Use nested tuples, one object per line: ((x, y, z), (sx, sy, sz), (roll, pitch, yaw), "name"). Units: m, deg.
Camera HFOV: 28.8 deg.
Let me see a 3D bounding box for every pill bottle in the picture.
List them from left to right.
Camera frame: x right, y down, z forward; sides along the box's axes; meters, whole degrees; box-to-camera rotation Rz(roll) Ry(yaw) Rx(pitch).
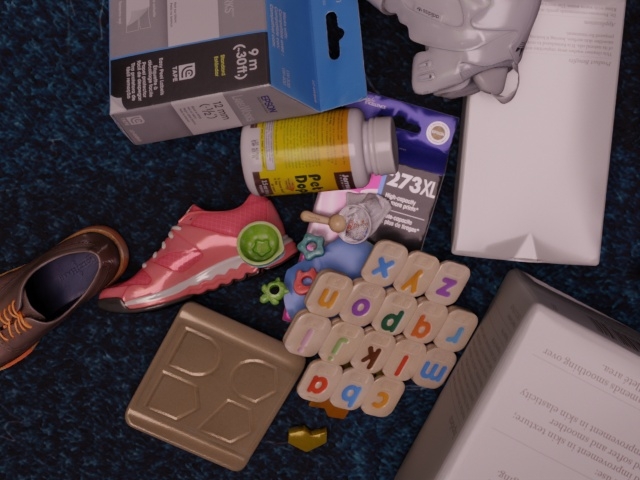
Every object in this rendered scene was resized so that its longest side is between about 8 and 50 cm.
((0.000, -0.128, 1.788), (0.215, 0.117, 0.117), (-5, 98, 10), "pill bottle")

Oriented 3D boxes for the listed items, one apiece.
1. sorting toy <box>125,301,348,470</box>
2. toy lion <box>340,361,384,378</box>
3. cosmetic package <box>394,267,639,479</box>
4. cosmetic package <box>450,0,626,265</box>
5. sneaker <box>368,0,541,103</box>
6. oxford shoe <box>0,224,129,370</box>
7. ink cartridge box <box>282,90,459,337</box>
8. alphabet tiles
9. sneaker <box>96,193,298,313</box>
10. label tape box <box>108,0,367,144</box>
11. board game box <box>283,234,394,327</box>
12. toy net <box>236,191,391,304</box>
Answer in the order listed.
((-0.121, 0.246, 1.941), (0.307, 0.041, 0.229), (26, 108, -11), "sorting toy")
((0.065, 0.192, 1.926), (0.096, 0.034, 0.100), (-30, 77, -13), "toy lion")
((0.332, 0.299, 1.760), (0.329, 0.327, 0.393), (28, 98, -1), "cosmetic package")
((0.308, -0.164, 1.804), (0.217, 0.156, 0.384), (7, 100, 3), "cosmetic package")
((0.125, -0.307, 1.688), (0.366, 0.137, 0.210), (14, 99, 26), "sneaker")
((-0.462, 0.103, 1.905), (0.364, 0.133, 0.130), (-39, 94, 9), "oxford shoe")
((0.076, -0.031, 1.887), (0.176, 0.069, 0.370), (16, 97, 2), "ink cartridge box")
((0.092, 0.132, 1.845), (0.284, 0.021, 0.278), (17, 110, -28), "alphabet tiles")
((-0.198, 0.020, 1.901), (0.314, 0.116, 0.136), (-20, 86, 0), "sneaker")
((-0.122, -0.292, 1.767), (0.348, 0.115, 0.249), (-10, 66, 12), "label tape box")
((0.027, 0.072, 1.857), (0.169, 0.033, 0.133), (-32, 95, 0), "board game box")
((0.000, 0.000, 1.811), (0.232, 0.045, 0.122), (-24, 69, -2), "toy net")
